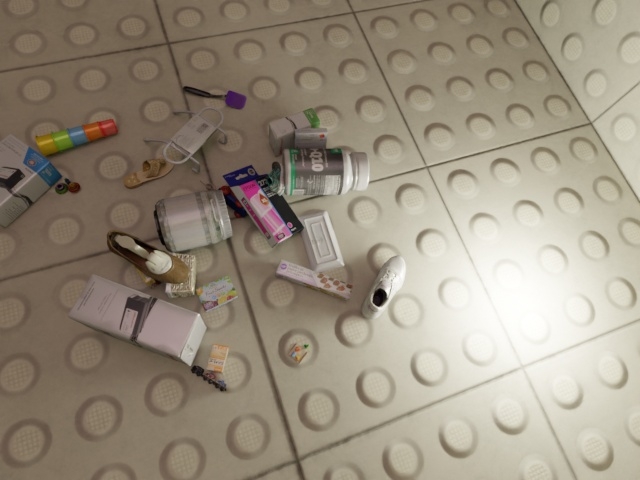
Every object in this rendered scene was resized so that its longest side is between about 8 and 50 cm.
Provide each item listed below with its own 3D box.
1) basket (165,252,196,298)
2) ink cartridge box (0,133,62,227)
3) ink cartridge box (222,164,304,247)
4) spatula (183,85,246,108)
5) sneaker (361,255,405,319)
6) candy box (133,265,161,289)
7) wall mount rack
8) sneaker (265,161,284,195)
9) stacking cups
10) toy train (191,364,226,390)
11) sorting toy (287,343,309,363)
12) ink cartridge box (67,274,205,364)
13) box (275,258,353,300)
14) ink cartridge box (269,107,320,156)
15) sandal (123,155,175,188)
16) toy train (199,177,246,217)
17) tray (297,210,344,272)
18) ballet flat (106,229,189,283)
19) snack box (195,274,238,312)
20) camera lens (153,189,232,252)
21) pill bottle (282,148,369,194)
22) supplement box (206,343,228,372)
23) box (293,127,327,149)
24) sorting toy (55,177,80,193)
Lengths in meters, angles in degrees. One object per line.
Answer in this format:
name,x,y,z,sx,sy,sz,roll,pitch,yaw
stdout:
basket,-0.550,0.139,1.765,0.103,0.113,0.167,0,70,-10
ink cartridge box,-1.265,-0.242,1.800,0.223,0.129,0.307,35,69,5
ink cartridge box,-0.238,-0.160,1.880,0.176,0.069,0.370,-33,85,-44
spatula,-0.505,-0.691,2.124,0.297,0.030,0.084,10,71,-4
sneaker,0.280,0.185,1.841,0.114,0.152,0.305,29,67,6
candy box,-0.709,0.096,1.761,0.053,0.109,0.186,-37,79,-18
wall mount rack,-0.600,-0.467,1.977,0.304,0.130,0.350,34,64,2
sneaker,-0.198,-0.271,1.891,0.076,0.065,0.166,10,56,-31
stacking cups,-1.046,-0.450,1.930,0.317,0.096,0.095,-20,74,-16
toy train,-0.418,0.521,1.688,0.158,0.027,0.036,31,58,5
sorting toy,-0.083,0.438,1.771,0.062,0.012,0.083,37,70,7
ink cartridge box,-0.632,0.296,1.602,0.396,0.285,0.166,21,68,0
box,-0.026,0.167,1.852,0.325,0.067,0.063,20,68,-1
ink cartridge box,-0.122,-0.492,2.033,0.220,0.160,0.092,-23,72,-16
sandal,-0.740,-0.309,1.923,0.240,0.079,0.088,-34,77,-18
toy train,-0.383,-0.226,1.936,0.248,0.105,0.143,40,59,8
tray,0.000,0.000,1.937,0.145,0.030,0.270,-14,72,-12
ballet flat,-0.651,0.054,1.656,0.343,0.124,0.116,30,70,6
snack box,-0.417,0.215,1.795,0.141,0.037,0.100,-26,74,-16
camera lens,-0.512,-0.080,1.794,0.275,0.219,0.219,-14,72,-12
pill bottle,0.018,-0.302,1.959,0.362,0.204,0.204,-2,70,-9
supplement box,-0.394,0.453,1.710,0.062,0.036,0.098,11,69,-3
box,-0.048,-0.415,2.002,0.145,0.186,0.038,-4,50,-9
sorting toy,-1.066,-0.231,1.870,0.102,0.042,0.061,-4,70,-9
